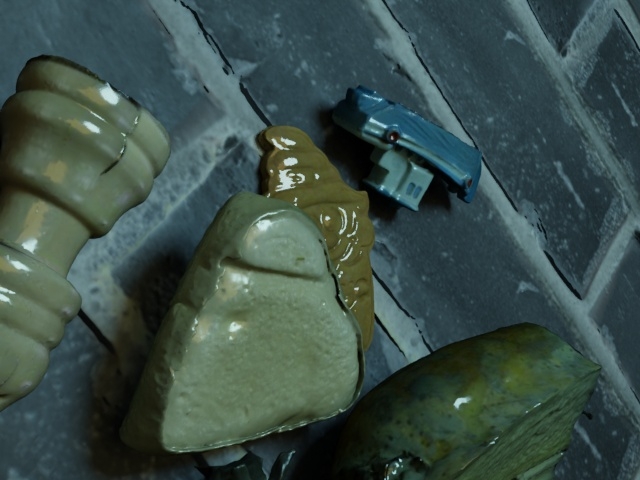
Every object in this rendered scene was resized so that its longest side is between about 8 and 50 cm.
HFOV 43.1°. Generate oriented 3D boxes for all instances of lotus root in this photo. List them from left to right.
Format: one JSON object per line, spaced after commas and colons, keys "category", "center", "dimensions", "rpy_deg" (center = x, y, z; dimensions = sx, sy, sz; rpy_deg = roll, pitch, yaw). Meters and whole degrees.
{"category": "lotus root", "center": [0.099, 0.222, 0.768], "dimensions": [0.260, 0.149, 0.267], "rpy_deg": [-16, 130, -33]}

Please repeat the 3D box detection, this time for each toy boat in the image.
{"category": "toy boat", "center": [0.095, -0.086, 0.893], "dimensions": [0.215, 0.088, 0.102], "rpy_deg": [22, 102, -35]}

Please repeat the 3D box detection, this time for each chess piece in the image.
{"category": "chess piece", "center": [-0.221, 0.035, 0.582], "dimensions": [0.124, 0.139, 0.307], "rpy_deg": [25, 70, -13]}

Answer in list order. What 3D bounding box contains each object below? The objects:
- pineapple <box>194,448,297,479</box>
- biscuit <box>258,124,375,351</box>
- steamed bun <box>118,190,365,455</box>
{"category": "pineapple", "center": [-0.047, 0.301, 0.665], "dimensions": [0.128, 0.128, 0.248], "rpy_deg": [0, 77, -39]}
{"category": "biscuit", "center": [0.000, 0.000, 0.821], "dimensions": [0.162, 0.035, 0.250], "rpy_deg": [-28, 100, -35]}
{"category": "steamed bun", "center": [-0.061, 0.062, 0.701], "dimensions": [0.231, 0.110, 0.213], "rpy_deg": [0, 104, -42]}
